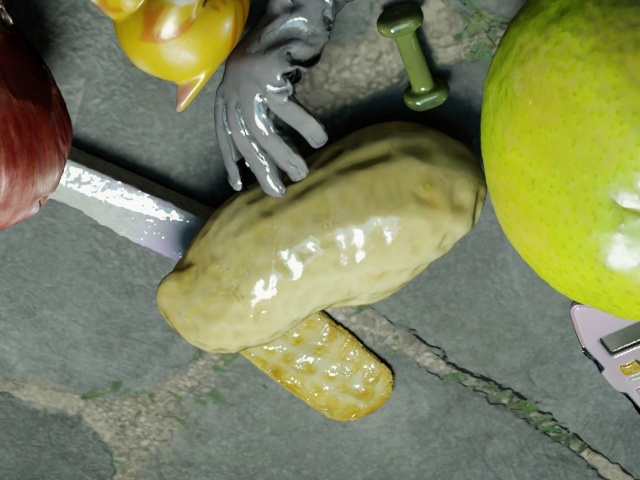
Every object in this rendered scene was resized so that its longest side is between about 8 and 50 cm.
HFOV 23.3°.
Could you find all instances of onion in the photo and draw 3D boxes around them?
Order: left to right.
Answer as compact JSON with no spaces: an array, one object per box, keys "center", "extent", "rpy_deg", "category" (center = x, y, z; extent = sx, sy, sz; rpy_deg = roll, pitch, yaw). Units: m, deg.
[{"center":[-0.397,-0.167,1.535],"extent":[0.348,0.347,0.285],"rpy_deg":[27,116,-15],"category":"onion"}]

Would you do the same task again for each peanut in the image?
[{"center":[0.000,0.000,1.704],"extent":[0.387,0.169,0.192],"rpy_deg":[-25,148,4],"category":"peanut"}]

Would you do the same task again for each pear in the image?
[{"center":[0.334,-0.096,1.503],"extent":[0.391,0.391,0.391],"rpy_deg":[3,128,3],"category":"pear"}]

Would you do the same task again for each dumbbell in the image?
[{"center":[0.099,-0.194,1.648],"extent":[0.052,0.046,0.118],"rpy_deg":[-17,125,11],"category":"dumbbell"}]

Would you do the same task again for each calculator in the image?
[{"center":[0.436,0.133,1.879],"extent":[0.194,0.043,0.294],"rpy_deg":[-27,124,23],"category":"calculator"}]

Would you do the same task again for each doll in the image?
[{"center":[-0.177,-0.276,1.539],"extent":[0.269,0.166,0.162],"rpy_deg":[45,144,-21],"category":"doll"}]

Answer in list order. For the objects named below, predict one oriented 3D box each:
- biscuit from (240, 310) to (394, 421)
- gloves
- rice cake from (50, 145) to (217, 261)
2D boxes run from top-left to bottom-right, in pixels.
[{"center":[-0.014,0.143,1.931],"extent":[0.247,0.029,0.118],"rpy_deg":[39,121,-23],"category":"biscuit"},{"center":[-0.037,-0.182,1.599],"extent":[0.119,0.142,0.285],"rpy_deg":[13,102,-14],"category":"gloves"},{"center":[-0.215,-0.038,1.785],"extent":[0.399,0.064,0.070],"rpy_deg":[24,112,-13],"category":"rice cake"}]
